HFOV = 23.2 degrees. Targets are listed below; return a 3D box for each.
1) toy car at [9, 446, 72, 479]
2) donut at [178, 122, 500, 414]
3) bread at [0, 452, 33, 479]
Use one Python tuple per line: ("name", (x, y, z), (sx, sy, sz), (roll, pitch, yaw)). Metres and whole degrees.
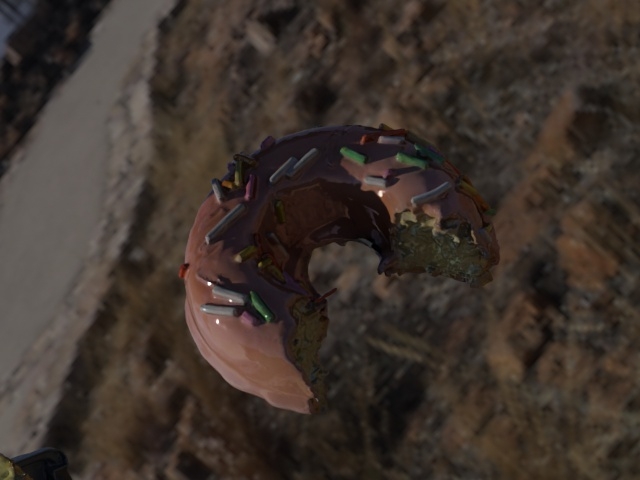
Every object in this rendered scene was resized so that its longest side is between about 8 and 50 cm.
("toy car", (-0.336, 0.332, 1.796), (0.097, 0.191, 0.100), (-19, 16, -40))
("donut", (0.000, 0.000, 1.118), (0.233, 0.085, 0.199), (-39, 56, -15))
("bread", (-0.179, 0.238, 0.991), (0.143, 0.139, 0.229), (-49, 38, -8))
